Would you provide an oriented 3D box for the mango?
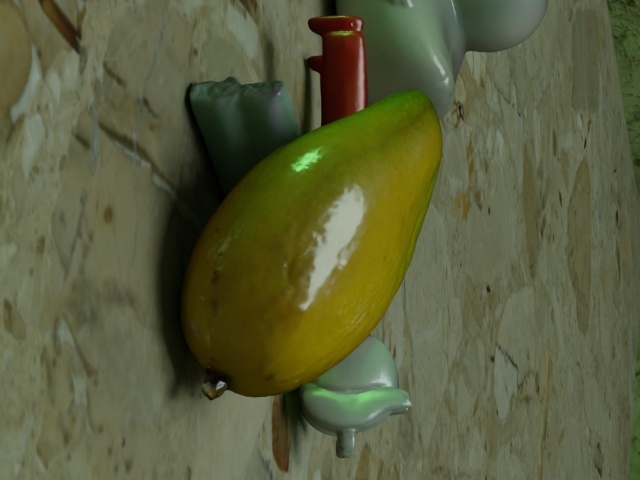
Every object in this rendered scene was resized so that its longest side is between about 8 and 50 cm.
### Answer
[{"bbox_3d":[0.000,0.000,1.338,0.317,0.119,0.176,-49,136,-32],"label":"mango"}]

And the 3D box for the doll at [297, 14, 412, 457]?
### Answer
[{"bbox_3d":[0.020,0.001,1.571,0.188,0.099,0.384,89,-3,-78],"label":"doll"}]

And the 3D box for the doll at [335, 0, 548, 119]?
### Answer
[{"bbox_3d":[0.130,-0.230,1.801,0.251,0.221,0.221,-77,156,-45],"label":"doll"}]

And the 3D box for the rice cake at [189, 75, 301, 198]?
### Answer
[{"bbox_3d":[-0.038,-0.041,1.412,0.042,0.080,0.222,-80,158,-47],"label":"rice cake"}]
